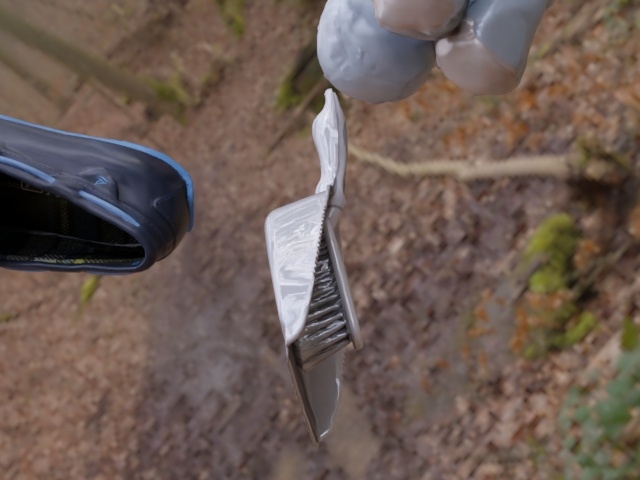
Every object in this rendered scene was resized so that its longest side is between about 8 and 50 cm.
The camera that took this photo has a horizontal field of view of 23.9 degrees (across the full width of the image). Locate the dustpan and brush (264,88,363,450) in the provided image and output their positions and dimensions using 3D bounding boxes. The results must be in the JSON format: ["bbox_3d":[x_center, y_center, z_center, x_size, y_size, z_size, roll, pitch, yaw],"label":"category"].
[{"bbox_3d":[0.000,0.000,0.905,0.060,0.211,0.147,-12,-30,1],"label":"dustpan and brush"}]

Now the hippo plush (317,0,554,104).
[{"bbox_3d":[0.094,-0.252,1.382,0.294,0.234,0.236,-47,17,-32],"label":"hippo plush"}]

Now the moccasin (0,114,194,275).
[{"bbox_3d":[-0.276,-0.040,1.210,0.117,0.342,0.137,-72,-19,-59],"label":"moccasin"}]
